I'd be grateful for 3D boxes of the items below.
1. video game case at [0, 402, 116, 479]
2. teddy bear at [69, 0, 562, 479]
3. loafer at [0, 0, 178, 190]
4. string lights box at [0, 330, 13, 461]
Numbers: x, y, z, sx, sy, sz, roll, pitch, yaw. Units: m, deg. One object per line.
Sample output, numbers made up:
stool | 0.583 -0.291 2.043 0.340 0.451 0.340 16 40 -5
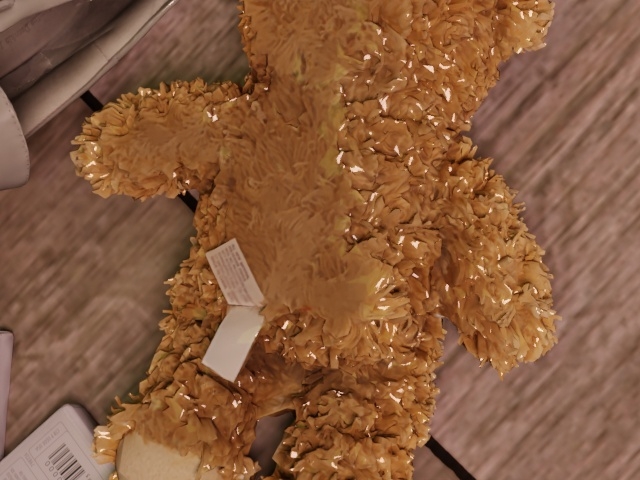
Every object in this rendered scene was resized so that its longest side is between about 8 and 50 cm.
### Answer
video game case | -0.135 0.225 0.791 0.193 0.023 0.212 -42 75 7
teddy bear | 0.000 0.000 0.751 0.245 0.113 0.338 -4 89 21
loafer | -0.191 -0.061 0.742 0.111 0.112 0.319 29 60 18
string lights box | -0.308 0.071 0.804 0.259 0.133 0.077 2 83 17
